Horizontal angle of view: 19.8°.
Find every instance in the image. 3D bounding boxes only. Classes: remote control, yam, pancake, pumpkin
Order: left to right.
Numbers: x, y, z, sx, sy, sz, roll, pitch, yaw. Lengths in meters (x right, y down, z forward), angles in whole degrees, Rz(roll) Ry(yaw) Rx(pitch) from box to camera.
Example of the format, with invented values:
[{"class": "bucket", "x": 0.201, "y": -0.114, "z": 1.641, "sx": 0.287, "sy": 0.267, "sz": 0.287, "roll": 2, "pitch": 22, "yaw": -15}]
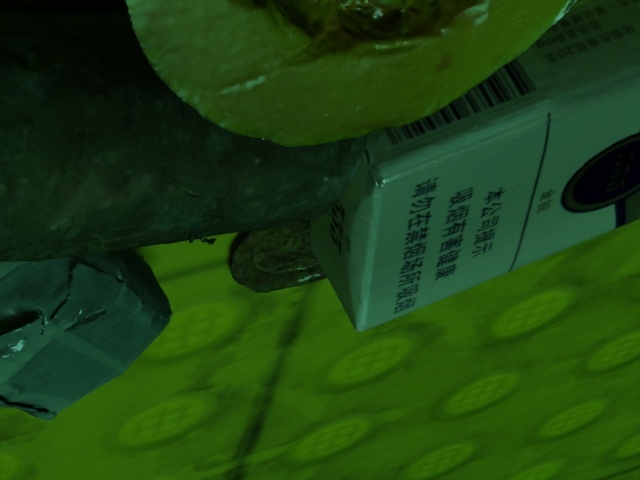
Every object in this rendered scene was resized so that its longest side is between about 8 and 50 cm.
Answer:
[{"class": "remote control", "x": -0.128, "y": 0.041, "z": 0.893, "sx": 0.104, "sy": 0.052, "sz": 0.247, "roll": -36, "pitch": 173, "yaw": -2}, {"class": "yam", "x": -0.098, "y": -0.046, "z": 0.757, "sx": 0.259, "sy": 0.106, "sz": 0.106, "roll": -6, "pitch": 149, "yaw": -36}, {"class": "pancake", "x": -0.001, "y": -0.001, "z": 1.046, "sx": 0.115, "sy": 0.011, "sz": 0.115, "roll": -18, "pitch": 155, "yaw": -9}, {"class": "pumpkin", "x": 0.017, "y": -0.146, "z": 0.654, "sx": 0.217, "sy": 0.110, "sz": 0.217, "roll": -14, "pitch": 134, "yaw": -15}]

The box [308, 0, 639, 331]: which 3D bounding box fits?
[{"class": "box", "x": 0.124, "y": -0.056, "z": 0.967, "sx": 0.259, "sy": 0.071, "sz": 0.168, "roll": -20, "pitch": 153, "yaw": -13}]
